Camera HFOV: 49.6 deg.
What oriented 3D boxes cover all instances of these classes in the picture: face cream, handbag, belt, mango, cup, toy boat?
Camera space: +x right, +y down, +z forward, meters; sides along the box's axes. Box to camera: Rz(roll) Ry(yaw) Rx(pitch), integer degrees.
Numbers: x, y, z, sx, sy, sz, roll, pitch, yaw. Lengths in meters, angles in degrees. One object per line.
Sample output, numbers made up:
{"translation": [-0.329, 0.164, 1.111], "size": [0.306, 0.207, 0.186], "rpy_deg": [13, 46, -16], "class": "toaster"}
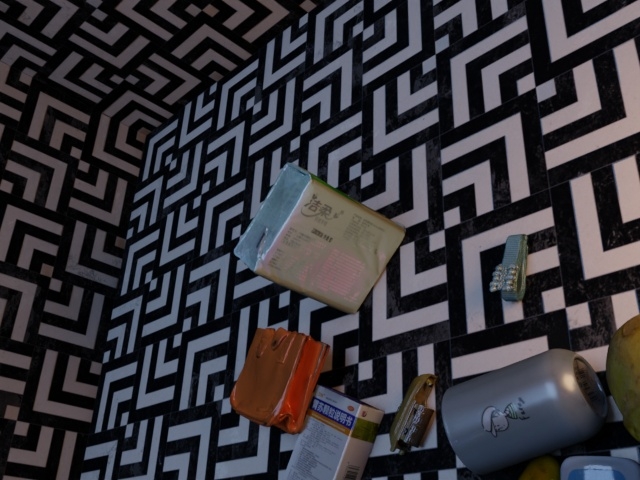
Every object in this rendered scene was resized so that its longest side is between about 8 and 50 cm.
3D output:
{"translation": [0.551, 0.597, 1.346], "size": [0.163, 0.080, 0.337], "rpy_deg": [-10, 61, 36], "class": "face cream"}
{"translation": [-0.137, 0.420, 2.152], "size": [0.410, 0.116, 0.304], "rpy_deg": [-8, 61, 65], "class": "handbag"}
{"translation": [0.478, 0.061, 1.736], "size": [0.065, 0.100, 0.179], "rpy_deg": [-10, 60, 42], "class": "belt"}
{"translation": [0.469, 0.537, 1.476], "size": [0.111, 0.089, 0.163], "rpy_deg": [23, 77, 50], "class": "mango"}
{"translation": [0.444, 0.366, 1.509], "size": [0.312, 0.205, 0.206], "rpy_deg": [-33, 47, 33], "class": "cup"}
{"translation": [0.249, 0.453, 1.806], "size": [0.088, 0.068, 0.226], "rpy_deg": [21, 83, 48], "class": "toy boat"}

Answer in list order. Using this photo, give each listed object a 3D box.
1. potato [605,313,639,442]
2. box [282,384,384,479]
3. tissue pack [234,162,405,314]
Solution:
{"translation": [0.687, 0.320, 1.282], "size": [0.296, 0.289, 0.397], "rpy_deg": [177, 74, -79], "class": "potato"}
{"translation": [0.033, 0.582, 1.950], "size": [0.200, 0.106, 0.300], "rpy_deg": [11, 76, 52], "class": "box"}
{"translation": [0.000, 0.000, 2.084], "size": [0.332, 0.405, 0.205], "rpy_deg": [-59, 34, 6], "class": "tissue pack"}
